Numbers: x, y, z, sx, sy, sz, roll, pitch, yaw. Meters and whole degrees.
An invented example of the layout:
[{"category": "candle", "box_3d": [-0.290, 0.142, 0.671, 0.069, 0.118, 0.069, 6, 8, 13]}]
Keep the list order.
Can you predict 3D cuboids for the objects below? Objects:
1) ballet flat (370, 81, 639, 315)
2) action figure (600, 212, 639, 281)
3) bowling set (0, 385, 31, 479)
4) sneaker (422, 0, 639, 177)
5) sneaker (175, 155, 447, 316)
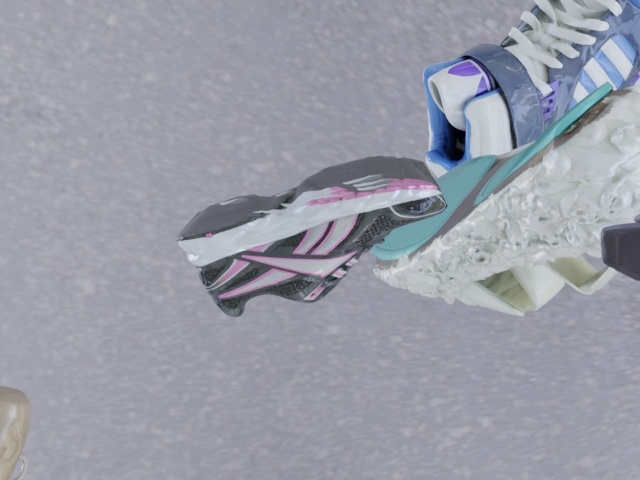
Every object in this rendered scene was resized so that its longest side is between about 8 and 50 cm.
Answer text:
[{"category": "ballet flat", "box_3d": [0.157, -0.003, 1.246, 0.147, 0.409, 0.147, 3, 79, -17]}, {"category": "action figure", "box_3d": [0.250, -0.023, 0.784, 0.099, 0.285, 0.185, -4, 112, 39]}, {"category": "bowling set", "box_3d": [-0.365, 0.159, 1.128, 0.200, 0.287, 0.154, 29, 111, 39]}, {"category": "sneaker", "box_3d": [0.222, -0.188, 1.617, 0.130, 0.236, 0.323, 45, 124, 35]}, {"category": "sneaker", "box_3d": [0.000, 0.000, 1.048, 0.178, 0.072, 0.077, -14, 112, 13]}]
